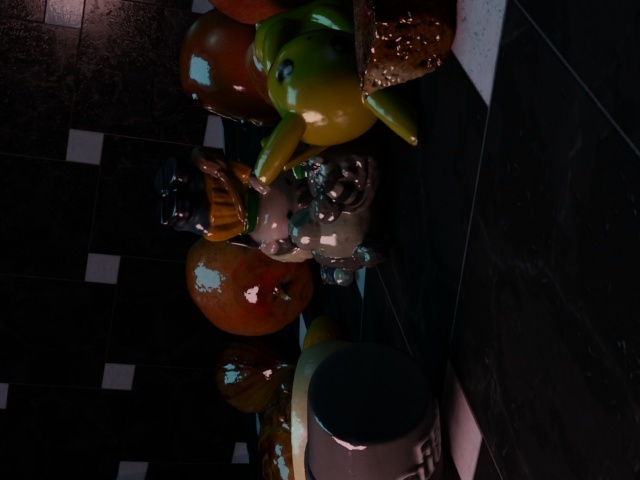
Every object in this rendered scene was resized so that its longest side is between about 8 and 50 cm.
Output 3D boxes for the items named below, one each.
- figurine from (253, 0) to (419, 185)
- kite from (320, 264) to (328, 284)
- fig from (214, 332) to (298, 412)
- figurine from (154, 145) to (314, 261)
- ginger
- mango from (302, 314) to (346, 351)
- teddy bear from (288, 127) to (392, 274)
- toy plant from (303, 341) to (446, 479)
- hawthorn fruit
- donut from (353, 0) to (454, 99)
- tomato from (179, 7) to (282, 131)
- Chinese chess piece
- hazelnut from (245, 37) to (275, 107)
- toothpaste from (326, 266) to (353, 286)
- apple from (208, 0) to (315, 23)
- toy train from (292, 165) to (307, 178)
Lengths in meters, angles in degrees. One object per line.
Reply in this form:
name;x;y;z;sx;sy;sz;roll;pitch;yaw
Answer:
figurine;-0.006;-0.210;1.296;0.327;0.218;0.169;-99;-15;-61
kite;0.000;0.000;1.899;0.241;0.014;0.184;-115;22;-63
fig;-0.113;0.319;2.388;0.320;0.216;0.217;-11;85;51
figurine;-0.128;-0.060;1.697;0.204;0.332;0.185;135;134;-64
ginger;-0.057;0.426;2.107;0.357;0.152;0.275;143;119;-76
mango;0.008;0.204;1.791;0.111;0.089;0.163;96;171;-55
teddy bear;0.028;-0.042;1.383;0.171;0.144;0.251;-143;44;-63
toy plant;0.077;0.314;1.267;0.400;0.185;0.279;82;164;-48
hawthorn fruit;-0.125;0.076;2.018;0.298;0.276;0.277;25;123;55
donut;0.086;-0.303;0.993;0.295;0.112;0.151;97;165;-48
tomato;-0.150;-0.333;1.862;0.256;0.255;0.225;-132;54;-72
Chinese chess piece;0.025;0.291;1.514;0.273;0.102;0.274;-3;-90;-79
hazelnut;-0.061;-0.299;1.667;0.150;0.150;0.150;173;90;-79
toothpaste;0.030;0.057;1.720;0.197;0.034;0.057;-164;72;-82
apple;-0.077;-0.445;1.486;0.234;0.233;0.234;173;90;-79
toy train;-0.011;-0.163;1.607;0.178;0.104;0.071;-113;15;-58
